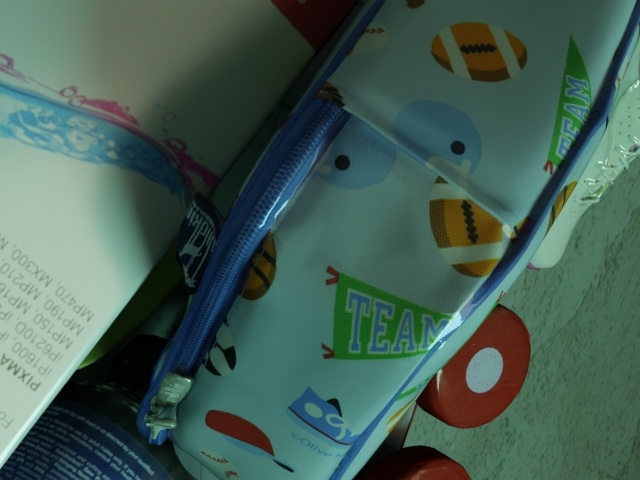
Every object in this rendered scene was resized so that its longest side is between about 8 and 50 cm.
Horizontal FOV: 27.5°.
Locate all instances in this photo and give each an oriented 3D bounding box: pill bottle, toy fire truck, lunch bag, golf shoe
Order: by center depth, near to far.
[{"bbox_3d":[0.032,-0.018,0.597,0.303,0.115,0.243,-53,177,-36],"label":"lunch bag"},{"bbox_3d":[-0.151,0.166,0.819,0.219,0.123,0.123,-50,144,-30],"label":"pill bottle"},{"bbox_3d":[-0.002,0.114,0.994,0.254,0.169,0.302,13,99,-39],"label":"toy fire truck"},{"bbox_3d":[0.266,-0.103,1.248,0.115,0.140,0.306,-13,122,-54],"label":"golf shoe"}]

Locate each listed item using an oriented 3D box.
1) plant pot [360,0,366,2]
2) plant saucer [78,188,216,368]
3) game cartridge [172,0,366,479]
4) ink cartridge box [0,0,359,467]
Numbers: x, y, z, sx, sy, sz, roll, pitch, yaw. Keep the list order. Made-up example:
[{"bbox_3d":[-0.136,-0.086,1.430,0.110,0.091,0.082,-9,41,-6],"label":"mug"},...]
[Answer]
[{"bbox_3d":[-0.011,-0.248,0.730,0.165,0.166,0.234,-21,137,-48],"label":"plant pot"},{"bbox_3d":[-0.097,-0.031,0.787,0.241,0.037,0.241,-53,171,-12],"label":"plant saucer"},{"bbox_3d":[0.000,0.000,0.805,0.198,0.062,0.297,-5,114,-57],"label":"game cartridge"},{"bbox_3d":[-0.142,-0.054,0.581,0.131,0.226,0.306,47,68,-25],"label":"ink cartridge box"}]
